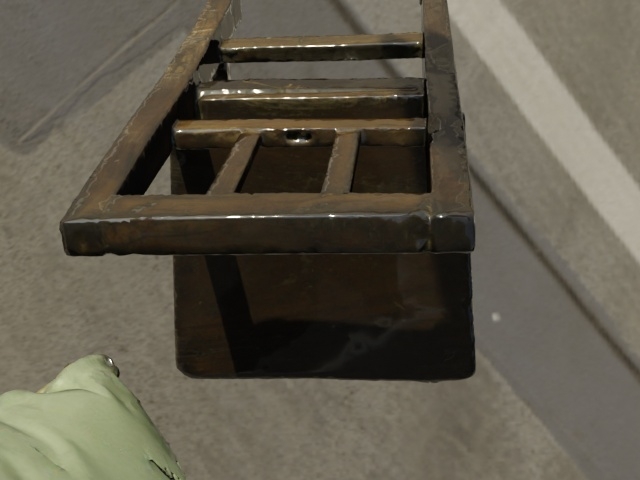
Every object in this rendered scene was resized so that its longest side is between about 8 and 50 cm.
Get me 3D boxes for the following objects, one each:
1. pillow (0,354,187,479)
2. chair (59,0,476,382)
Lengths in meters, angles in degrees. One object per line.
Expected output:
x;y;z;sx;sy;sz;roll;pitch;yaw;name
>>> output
-0.101;0.193;0.400;0.312;0.119;0.310;55;17;11;pillow
0.000;0.000;0.661;0.416;0.203;0.240;-80;169;-62;chair
